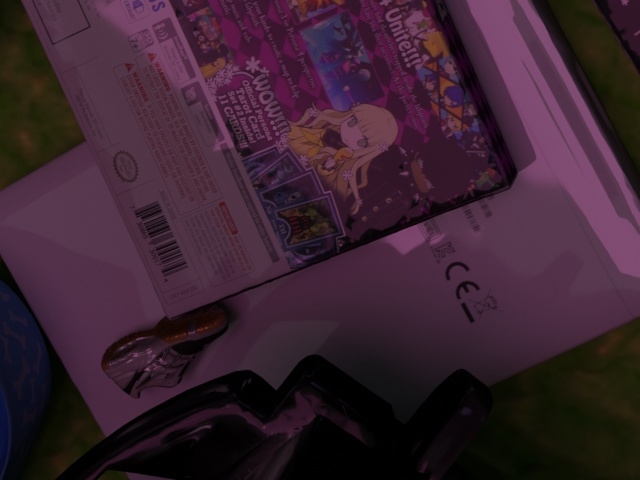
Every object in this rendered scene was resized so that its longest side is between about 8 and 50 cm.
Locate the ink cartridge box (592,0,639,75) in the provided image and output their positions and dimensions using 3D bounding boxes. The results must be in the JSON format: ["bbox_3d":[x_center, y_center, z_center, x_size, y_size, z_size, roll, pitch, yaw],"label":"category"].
[{"bbox_3d":[0.213,-0.170,0.809,0.175,0.069,0.371,-32,95,22],"label":"ink cartridge box"}]

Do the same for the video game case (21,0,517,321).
[{"bbox_3d":[-0.036,-0.098,0.858,0.210,0.042,0.232,-22,98,19],"label":"video game case"}]

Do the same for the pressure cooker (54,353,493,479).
[{"bbox_3d":[-0.002,0.288,0.808,0.420,0.370,0.375,37,140,-2],"label":"pressure cooker"}]

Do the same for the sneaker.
[{"bbox_3d":[-0.084,0.064,0.928,0.083,0.032,0.037,-24,116,21],"label":"sneaker"}]

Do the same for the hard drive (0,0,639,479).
[{"bbox_3d":[0.000,0.000,0.924,0.353,0.047,0.233,-27,95,21],"label":"hard drive"}]

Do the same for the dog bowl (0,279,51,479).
[{"bbox_3d":[-0.262,0.133,1.000,0.166,0.074,0.297,31,120,10],"label":"dog bowl"}]
